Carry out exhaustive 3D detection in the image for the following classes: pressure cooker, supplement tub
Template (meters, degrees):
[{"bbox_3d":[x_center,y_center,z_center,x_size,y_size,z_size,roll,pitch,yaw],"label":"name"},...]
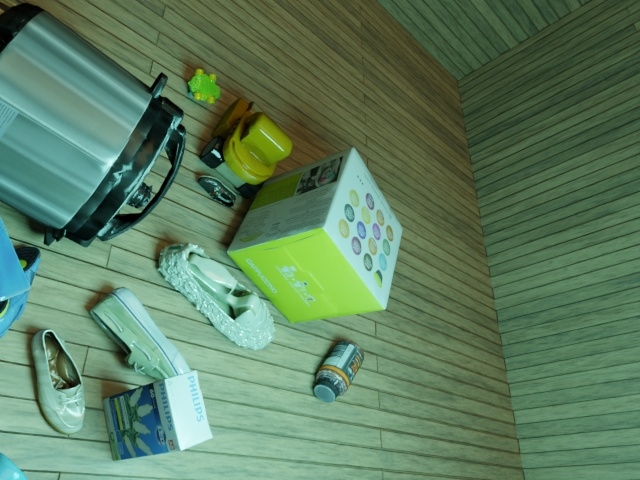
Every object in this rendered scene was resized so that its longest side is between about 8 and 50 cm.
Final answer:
[{"bbox_3d":[-0.506,-0.201,1.048,0.420,0.369,0.376,34,51,-28],"label":"pressure cooker"},{"bbox_3d":[0.054,0.403,1.572,0.106,0.106,0.198,55,40,-12],"label":"supplement tub"}]

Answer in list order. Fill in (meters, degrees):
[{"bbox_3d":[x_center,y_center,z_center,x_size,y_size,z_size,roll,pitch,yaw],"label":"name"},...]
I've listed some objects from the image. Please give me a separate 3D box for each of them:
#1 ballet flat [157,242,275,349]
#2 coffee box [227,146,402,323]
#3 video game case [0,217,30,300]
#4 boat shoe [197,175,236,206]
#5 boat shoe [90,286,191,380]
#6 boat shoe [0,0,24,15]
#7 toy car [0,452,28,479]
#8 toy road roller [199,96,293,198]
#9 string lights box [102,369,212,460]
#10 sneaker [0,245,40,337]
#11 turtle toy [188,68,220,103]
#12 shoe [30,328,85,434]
[{"bbox_3d":[-0.245,0.152,1.345,0.409,0.147,0.147,43,43,-26],"label":"ballet flat"},{"bbox_3d":[0.000,0.000,1.497,0.338,0.338,0.334,53,40,-32],"label":"coffee box"},{"bbox_3d":[-0.631,-0.015,0.863,0.061,0.244,0.270,-33,109,-60],"label":"video game case"},{"bbox_3d":[-0.303,-0.144,1.503,0.133,0.049,0.042,35,39,-38],"label":"boat shoe"},{"bbox_3d":[-0.399,0.248,1.159,0.094,0.109,0.302,-38,91,-35],"label":"boat shoe"},{"bbox_3d":[-0.788,-0.498,1.076,0.355,0.132,0.130,14,60,-43],"label":"boat shoe"},{"bbox_3d":[-0.539,0.481,0.795,0.219,0.210,0.238,-47,119,-39],"label":"toy car"},{"bbox_3d":[-0.190,-0.310,1.566,0.202,0.240,0.330,41,44,-27],"label":"toy road roller"},{"bbox_3d":[-0.334,0.355,1.030,0.076,0.259,0.133,-3,72,-49],"label":"string lights box"},{"bbox_3d":[-0.614,0.101,1.017,0.069,0.082,0.209,4,42,-6],"label":"sneaker"},{"bbox_3d":[-0.361,-0.473,1.599,0.130,0.066,0.095,4,90,-51],"label":"turtle toy"},{"bbox_3d":[-0.521,0.279,1.018,0.076,0.058,0.219,-15,82,-51],"label":"shoe"}]
